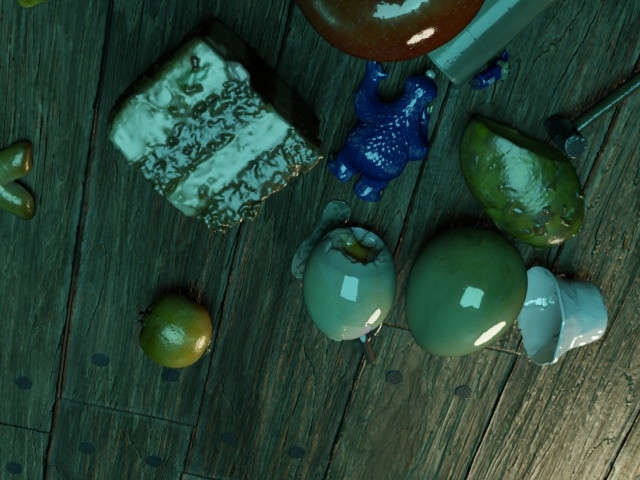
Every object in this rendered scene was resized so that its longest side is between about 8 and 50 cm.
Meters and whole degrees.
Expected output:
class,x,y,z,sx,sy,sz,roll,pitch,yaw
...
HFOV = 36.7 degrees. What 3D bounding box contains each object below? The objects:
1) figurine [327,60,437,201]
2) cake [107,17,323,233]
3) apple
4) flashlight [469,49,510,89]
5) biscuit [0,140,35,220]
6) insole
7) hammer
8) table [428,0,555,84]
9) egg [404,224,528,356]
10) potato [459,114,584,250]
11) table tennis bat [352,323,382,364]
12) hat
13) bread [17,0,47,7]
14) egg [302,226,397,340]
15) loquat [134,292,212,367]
class,x,y,z,sx,sy,sz,roll,pitch,yaw
figurine,0.121,-0.190,1.719,0.164,0.121,0.262,20,115,-5
cake,-0.176,-0.201,1.643,0.255,0.282,0.290,-38,107,13
apple,0.106,-0.448,1.467,0.348,0.277,0.349,3,108,10
flashlight,0.298,-0.287,1.667,0.035,0.121,0.057,19,125,31
biscuit,-0.648,-0.117,1.828,0.207,0.047,0.164,5,120,-1
insole,0.000,0.000,1.893,0.065,0.006,0.193,24,117,-11
hammer,0.557,-0.281,1.677,0.365,0.111,0.043,-38,113,13
table,0.276,-0.377,1.607,0.220,0.126,0.126,-41,110,22
egg,0.266,0.105,1.825,0.218,0.218,0.296,15,131,-7
potato,0.364,-0.108,1.745,0.176,0.141,0.298,-41,111,11
table tennis bat,0.080,0.205,1.940,0.107,0.119,0.170,-15,116,11
hat,0.476,0.142,1.876,0.126,0.203,0.203,-5,120,-13
bread,-0.498,-0.463,1.627,0.074,0.053,0.132,-11,116,8
egg,0.051,0.092,1.844,0.183,0.183,0.217,13,124,-5
loquat,-0.291,0.179,1.927,0.163,0.137,0.163,8,134,9
